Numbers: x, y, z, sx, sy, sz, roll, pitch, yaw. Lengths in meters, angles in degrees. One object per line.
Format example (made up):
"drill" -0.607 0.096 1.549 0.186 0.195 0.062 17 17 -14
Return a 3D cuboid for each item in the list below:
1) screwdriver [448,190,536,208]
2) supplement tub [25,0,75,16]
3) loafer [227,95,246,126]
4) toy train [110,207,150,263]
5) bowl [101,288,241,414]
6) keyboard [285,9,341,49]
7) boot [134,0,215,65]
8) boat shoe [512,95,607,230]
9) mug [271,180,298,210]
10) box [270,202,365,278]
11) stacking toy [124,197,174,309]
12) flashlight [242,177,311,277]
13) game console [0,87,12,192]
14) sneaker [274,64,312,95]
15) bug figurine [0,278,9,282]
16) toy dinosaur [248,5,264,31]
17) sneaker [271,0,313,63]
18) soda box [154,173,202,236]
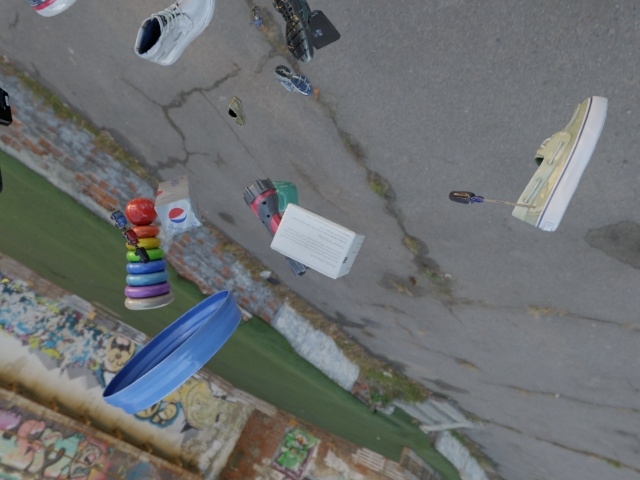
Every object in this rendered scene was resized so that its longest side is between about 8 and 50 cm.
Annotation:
"screwdriver" 0.299 -0.068 0.703 0.025 0.024 0.170 18 -179 -39
"supplement tub" -0.824 -0.799 1.114 0.191 0.191 0.272 11 158 30
"loafer" -0.310 -0.465 1.462 0.056 0.050 0.148 39 164 14
"toy train" -0.476 -0.010 1.002 0.036 0.027 0.158 -7 116 47
"bowl" -0.374 0.283 1.049 0.077 0.391 0.391 54 148 -11
"keyboard" -0.045 -0.835 1.619 0.201 0.317 0.033 -18 93 19
"boot" -0.390 -0.582 1.072 0.095 0.123 0.258 44 111 -2
"boat shoe" 0.496 -0.168 0.830 0.094 0.302 0.109 23 174 23
"mug" -0.155 -0.165 1.458 0.129 0.158 0.097 9 108 35
"box" 0.000 0.000 1.003 0.182 0.119 0.181 25 -174 12
"stacking toy" -0.533 0.035 1.216 0.141 0.330 0.141 -4 -174 0
"flashlight" -0.116 -0.042 1.202 0.304 0.103 0.103 55 -177 10
"game console" -0.917 -0.291 1.036 0.044 0.361 0.213 -21 168 21
"sneaker" -0.085 -0.499 1.270 0.135 0.052 0.058 37 163 3
"bug figurine" -0.892 0.047 0.958 0.279 0.216 0.072 63 161 15
"toy dinosaur" -0.219 -0.802 1.448 0.047 0.090 0.082 -9 117 41
"sneaker" -0.065 -0.706 1.285 0.101 0.106 0.267 -14 96 54
"soda box" -0.413 -0.110 1.166 0.286 0.098 0.091 -130 22 -62
